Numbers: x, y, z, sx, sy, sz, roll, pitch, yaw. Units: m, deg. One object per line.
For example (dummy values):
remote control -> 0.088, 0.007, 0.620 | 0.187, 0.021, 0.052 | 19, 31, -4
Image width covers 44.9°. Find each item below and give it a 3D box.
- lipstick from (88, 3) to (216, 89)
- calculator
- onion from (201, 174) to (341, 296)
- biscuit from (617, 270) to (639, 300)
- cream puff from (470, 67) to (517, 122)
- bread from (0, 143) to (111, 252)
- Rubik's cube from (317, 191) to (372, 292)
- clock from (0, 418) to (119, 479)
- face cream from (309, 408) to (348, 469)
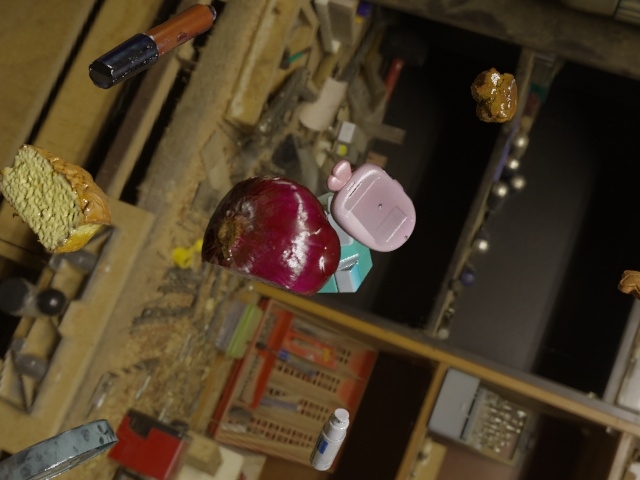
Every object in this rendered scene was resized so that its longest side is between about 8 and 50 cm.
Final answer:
lipstick -> -0.369, -0.455, 1.771 | 0.418, 0.077, 0.077 | -49, 156, -46
calculator -> 0.071, -0.048, 1.083 | 0.166, 0.024, 0.103 | 40, 88, -31
onion -> -0.073, -0.014, 1.412 | 0.216, 0.206, 0.207 | 17, 83, -47
biscuit -> 0.742, 0.107, 1.784 | 0.140, 0.118, 0.023 | -108, -155, -60
cream puff -> 0.372, -0.309, 1.664 | 0.122, 0.094, 0.116 | 56, 42, -56
bread -> -0.489, -0.072, 1.456 | 0.143, 0.229, 0.139 | -48, 157, 6
Rubik's cube -> 0.000, 0.000, 1.846 | 0.265, 0.224, 0.213 | -53, 135, -56
clock -> -0.419, 0.339, 1.191 | 0.215, 0.042, 0.215 | -26, 169, -6
face cream -> 0.014, 0.265, 1.043 | 0.034, 0.034, 0.130 | -58, 171, -43
